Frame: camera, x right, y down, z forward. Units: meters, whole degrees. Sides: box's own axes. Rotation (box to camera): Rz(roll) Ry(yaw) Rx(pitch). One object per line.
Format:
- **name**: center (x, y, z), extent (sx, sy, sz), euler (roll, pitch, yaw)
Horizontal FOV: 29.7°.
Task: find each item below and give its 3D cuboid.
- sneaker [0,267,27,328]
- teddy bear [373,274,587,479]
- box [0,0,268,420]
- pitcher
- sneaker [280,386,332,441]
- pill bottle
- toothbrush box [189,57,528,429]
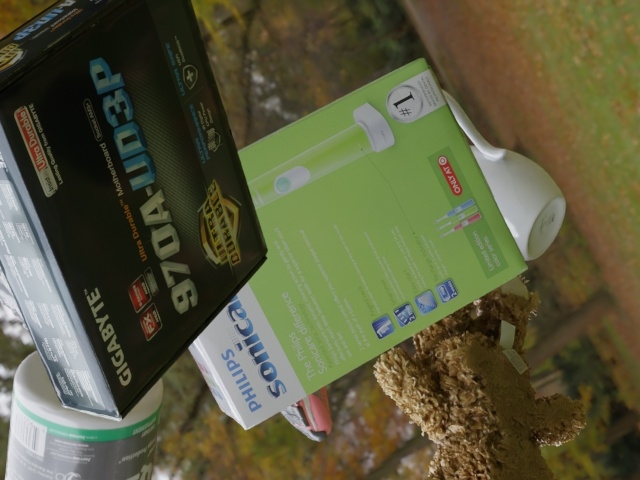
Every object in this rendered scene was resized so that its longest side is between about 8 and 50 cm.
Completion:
- **sneaker**: center (-0.277, 0.050, 1.157), extent (0.086, 0.132, 0.228), euler (-49, -66, -35)
- **teddy bear**: center (0.175, 0.171, 1.353), extent (0.245, 0.113, 0.337), euler (-3, -116, -34)
- **box**: center (-0.120, -0.034, 0.719), extent (0.175, 0.051, 0.220), euler (-49, -46, -44)
- **pitcher**: center (0.182, -0.078, 1.421), extent (0.207, 0.125, 0.177), euler (30, 141, 30)
- **sneaker**: center (-0.020, 0.132, 1.701), extent (0.116, 0.136, 0.313), euler (13, 123, 66)
- **pill bottle**: center (-0.343, 0.342, 1.714), extent (0.204, 0.204, 0.361), euler (-102, 21, -63)
- **toothbrush box**: center (0.000, 0.000, 1.045), extent (0.206, 0.283, 0.122), euler (62, 167, -6)
